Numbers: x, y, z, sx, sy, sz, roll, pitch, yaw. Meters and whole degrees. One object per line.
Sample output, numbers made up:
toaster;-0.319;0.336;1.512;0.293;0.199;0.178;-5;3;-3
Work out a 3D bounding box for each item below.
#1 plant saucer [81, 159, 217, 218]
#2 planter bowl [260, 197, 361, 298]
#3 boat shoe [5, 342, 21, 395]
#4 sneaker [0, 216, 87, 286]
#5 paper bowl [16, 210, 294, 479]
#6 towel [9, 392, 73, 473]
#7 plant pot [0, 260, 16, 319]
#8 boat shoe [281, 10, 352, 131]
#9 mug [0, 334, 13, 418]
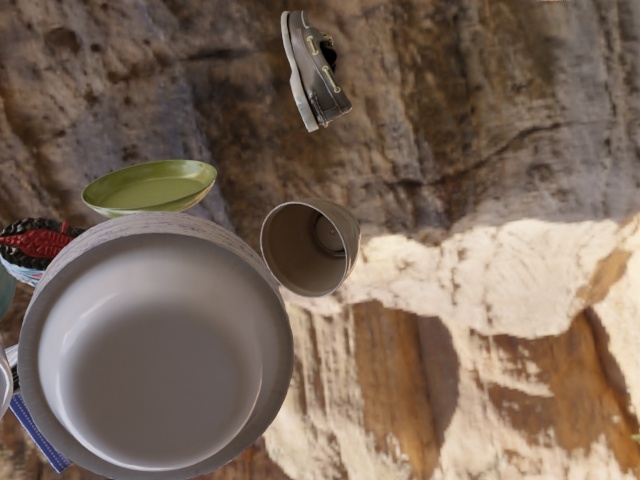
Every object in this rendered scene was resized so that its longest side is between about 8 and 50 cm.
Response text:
plant saucer;-0.301;-0.087;1.551;0.241;0.241;0.037;-80;-16;-65
planter bowl;0.000;0.000;1.411;0.109;0.162;0.162;-31;-63;-52
boat shoe;-0.420;0.180;1.337;0.083;0.226;0.076;49;-168;-36
sneaker;-0.331;0.043;1.268;0.125;0.262;0.104;121;165;-60
paper bowl;-0.168;0.121;0.907;0.148;0.284;0.284;-118;18;-71
towel;-0.452;0.259;1.713;0.243;0.336;0.040;52;-178;8
plant pot;-0.747;0.051;1.620;0.196;0.293;0.293;82;-174;-50
boat shoe;-0.010;-0.322;1.586;0.109;0.091;0.305;61;-167;-48
mug;-0.602;0.112;1.071;0.328;0.374;0.276;56;173;35
